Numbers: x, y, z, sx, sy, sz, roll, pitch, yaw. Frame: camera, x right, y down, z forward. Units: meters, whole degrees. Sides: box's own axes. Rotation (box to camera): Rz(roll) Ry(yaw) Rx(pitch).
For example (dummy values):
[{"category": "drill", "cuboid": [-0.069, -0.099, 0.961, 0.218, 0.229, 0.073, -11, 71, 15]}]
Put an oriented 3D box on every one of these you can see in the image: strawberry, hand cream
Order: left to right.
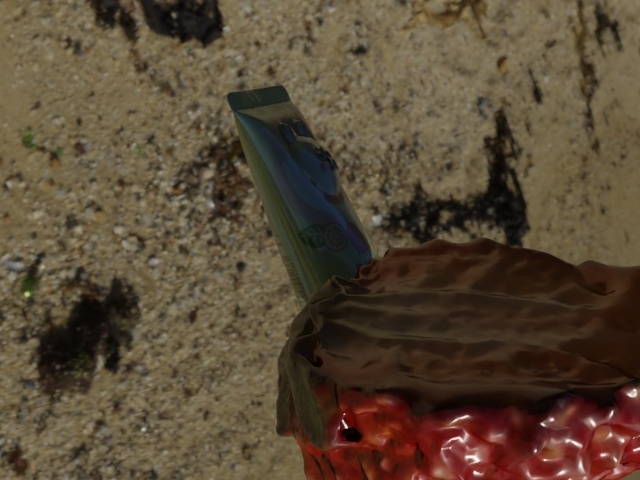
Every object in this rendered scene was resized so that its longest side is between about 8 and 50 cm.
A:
[{"category": "hand cream", "cuboid": [0.000, 0.000, 0.861, 0.305, 0.093, 0.147, 65, 22, -4]}, {"category": "strawberry", "cuboid": [0.137, 0.110, 0.656, 0.265, 0.336, 0.149, -78, 166, -69]}]
